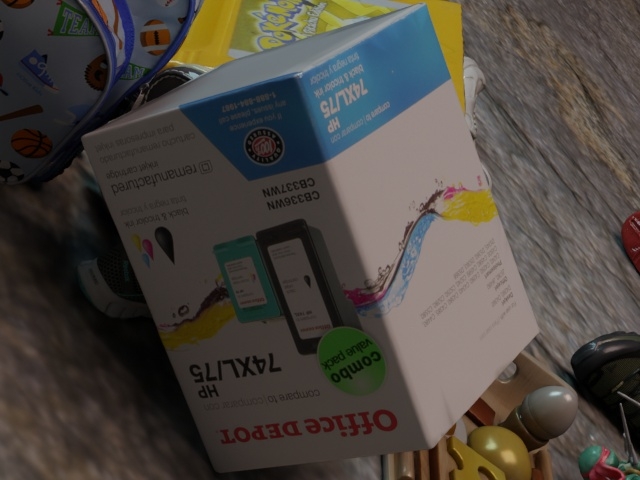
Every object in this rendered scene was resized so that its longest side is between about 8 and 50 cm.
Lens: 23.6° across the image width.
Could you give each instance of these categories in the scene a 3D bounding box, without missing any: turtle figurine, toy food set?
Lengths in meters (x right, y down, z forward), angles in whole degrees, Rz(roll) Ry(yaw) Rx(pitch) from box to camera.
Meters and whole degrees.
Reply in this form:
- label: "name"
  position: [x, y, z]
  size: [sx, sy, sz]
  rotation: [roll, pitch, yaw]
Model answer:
- label: "turtle figurine"
  position: [0.330, 0.255, 1.513]
  size: [0.234, 0.118, 0.175]
  rotation: [46, -16, -6]
- label: "toy food set"
  position: [0.164, 0.186, 1.367]
  size: [0.220, 0.092, 0.306]
  rotation: [37, 26, -20]

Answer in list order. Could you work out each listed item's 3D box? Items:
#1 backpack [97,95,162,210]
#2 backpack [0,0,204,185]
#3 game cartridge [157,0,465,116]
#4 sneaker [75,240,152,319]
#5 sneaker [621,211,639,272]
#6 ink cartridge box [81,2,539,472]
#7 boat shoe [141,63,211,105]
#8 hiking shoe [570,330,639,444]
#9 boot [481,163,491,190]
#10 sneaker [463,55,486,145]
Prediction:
- label: "backpack"
  position: [-0.126, -0.047, 1.241]
  size: [0.084, 0.105, 0.114]
  rotation: [7, 48, -47]
- label: "backpack"
  position: [-0.214, -0.194, 1.126]
  size: [0.276, 0.263, 0.213]
  rotation: [38, 27, -21]
- label: "game cartridge"
  position: [-0.019, -0.196, 1.509]
  size: [0.323, 0.053, 0.285]
  rotation: [12, 31, -3]
- label: "sneaker"
  position: [-0.108, 0.025, 1.192]
  size: [0.166, 0.076, 0.065]
  rotation: [5, 49, -56]
- label: "sneaker"
  position: [0.511, 0.056, 2.159]
  size: [0.221, 0.087, 0.128]
  rotation: [50, 4, 16]
- label: "ink cartridge box"
  position: [0.000, 0.000, 1.114]
  size: [0.197, 0.198, 0.270]
  rotation: [-37, 110, -53]
- label: "boat shoe"
  position: [-0.073, -0.035, 1.311]
  size: [0.285, 0.103, 0.092]
  rotation: [60, 22, 13]
- label: "hiking shoe"
  position: [0.371, 0.183, 1.705]
  size: [0.227, 0.086, 0.114]
  rotation: [31, 26, -33]
- label: "boot"
  position: [0.120, -0.102, 1.719]
  size: [0.190, 0.069, 0.086]
  rotation: [33, -5, -10]
- label: "sneaker"
  position: [0.152, -0.149, 1.868]
  size: [0.115, 0.090, 0.232]
  rotation: [55, 34, 1]
